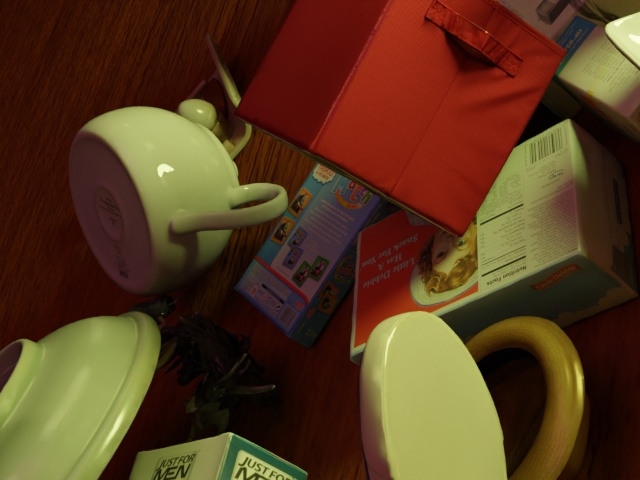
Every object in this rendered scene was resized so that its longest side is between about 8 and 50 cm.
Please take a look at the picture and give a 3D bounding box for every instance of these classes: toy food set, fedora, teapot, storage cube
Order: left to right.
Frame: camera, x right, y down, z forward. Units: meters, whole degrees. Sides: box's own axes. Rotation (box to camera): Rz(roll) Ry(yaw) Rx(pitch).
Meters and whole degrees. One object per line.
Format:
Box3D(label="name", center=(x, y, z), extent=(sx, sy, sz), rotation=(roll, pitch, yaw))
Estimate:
Box3D(label="toy food set", center=(-0.231, -0.138, 1.726), extent=(0.306, 0.092, 0.220), rotation=(-46, 35, 15))
Box3D(label="teapot", center=(-0.181, -0.061, 1.476), extent=(0.256, 0.187, 0.252), rotation=(58, 147, 18))
Box3D(label="storage cube", center=(0.067, -0.143, 1.079), extent=(0.193, 0.183, 0.215), rotation=(-61, 30, 3))
Box3D(label="fedora", center=(0.161, 0.160, 0.969), extent=(0.194, 0.079, 0.194), rotation=(-36, 42, 41))

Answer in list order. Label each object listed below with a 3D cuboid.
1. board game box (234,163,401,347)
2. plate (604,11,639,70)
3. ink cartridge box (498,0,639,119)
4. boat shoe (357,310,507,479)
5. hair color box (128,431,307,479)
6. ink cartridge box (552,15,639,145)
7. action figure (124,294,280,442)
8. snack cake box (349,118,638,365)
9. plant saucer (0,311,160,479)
Box3D(label="board game box", center=(0.000, 0.000, 1.354), extent=(0.212, 0.039, 0.160), rotation=(-57, 32, 1))
Box3D(label="plate", center=(0.387, -0.118, 0.845), extent=(0.277, 0.045, 0.277), rotation=(-19, 39, -3))
Box3D(label="ink cartridge box", center=(0.261, -0.250, 1.179), extent=(0.218, 0.092, 0.159), rotation=(-50, 33, 14))
Box3D(label="boat shoe", center=(0.060, 0.232, 0.893), extent=(0.158, 0.127, 0.341), rotation=(-20, 80, 48))
Box3D(label="hair color box", center=(-0.138, 0.365, 1.090), extent=(0.173, 0.105, 0.347), rotation=(-20, 46, 47))
Box3D(label="ink cartridge box", center=(0.283, -0.121, 1.025), extent=(0.062, 0.104, 0.181), rotation=(-53, 33, 7))
Box3D(label="action figure", center=(-0.144, 0.148, 1.319), extent=(0.141, 0.164, 0.275), rotation=(-51, 22, -8))
Box3D(label="snack cake box", center=(0.152, 0.020, 1.092), extent=(0.264, 0.089, 0.152), rotation=(-28, 44, 37))
Box3D(label="plant saucer", center=(-0.326, 0.211, 1.187), extent=(0.400, 0.100, 0.400), rotation=(-43, 18, 18))
